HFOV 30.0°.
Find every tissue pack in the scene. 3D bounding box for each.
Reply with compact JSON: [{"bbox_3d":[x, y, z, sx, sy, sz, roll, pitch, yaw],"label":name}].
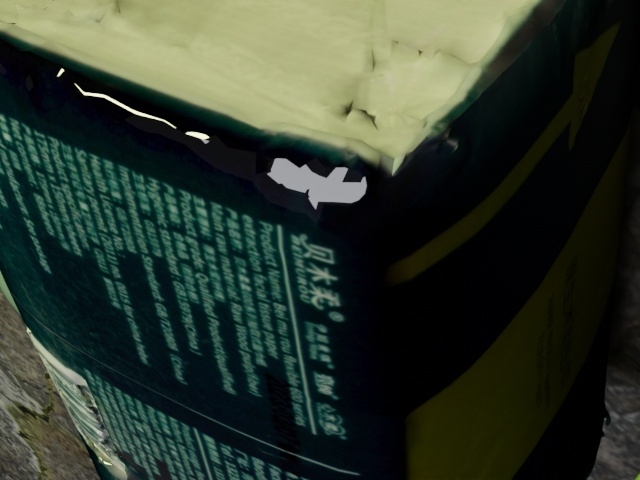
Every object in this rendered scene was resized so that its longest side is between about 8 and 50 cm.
[{"bbox_3d":[0.000,0.000,0.591,0.264,0.253,0.417,21,146,26],"label":"tissue pack"}]

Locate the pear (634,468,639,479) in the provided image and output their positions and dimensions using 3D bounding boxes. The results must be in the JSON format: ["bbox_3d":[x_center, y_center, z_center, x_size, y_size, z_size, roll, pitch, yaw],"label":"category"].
[{"bbox_3d":[0.253,0.173,0.496,0.238,0.318,0.342,24,149,33],"label":"pear"}]

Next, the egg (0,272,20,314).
[{"bbox_3d":[-0.143,-0.013,0.823,0.168,0.168,0.231,38,149,2],"label":"egg"}]
